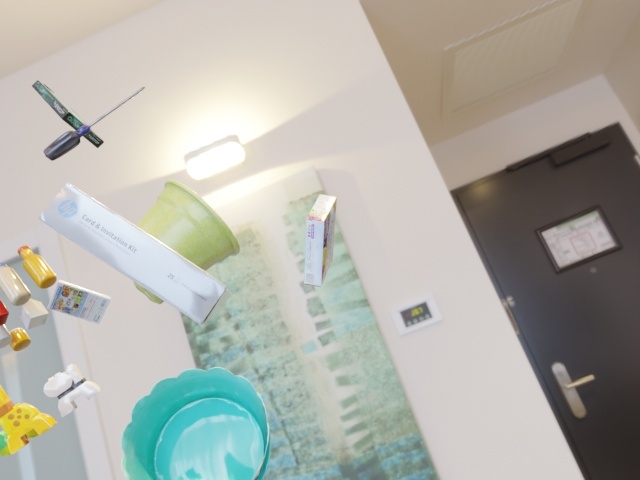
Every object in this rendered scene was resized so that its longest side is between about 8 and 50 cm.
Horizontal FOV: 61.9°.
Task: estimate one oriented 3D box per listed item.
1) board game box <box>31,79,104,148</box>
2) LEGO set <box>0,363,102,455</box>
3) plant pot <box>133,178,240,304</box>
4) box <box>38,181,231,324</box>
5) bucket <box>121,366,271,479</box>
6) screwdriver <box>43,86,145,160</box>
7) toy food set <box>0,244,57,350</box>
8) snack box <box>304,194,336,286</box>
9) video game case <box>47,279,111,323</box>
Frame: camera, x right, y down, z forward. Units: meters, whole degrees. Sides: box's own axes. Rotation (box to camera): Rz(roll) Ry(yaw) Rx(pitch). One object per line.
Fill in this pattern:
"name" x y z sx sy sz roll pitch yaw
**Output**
"board game box" -0.625 -0.313 1.323 0.026 0.186 0.126 -47 -31 -5
"LEGO set" -0.411 0.228 0.675 0.227 0.093 0.087 -35 2 -13
"plant pot" -0.403 0.022 1.423 0.254 0.276 0.276 -46 -7 -22
"box" -0.151 0.021 0.486 0.038 0.145 0.186 -57 2 -11
"bucket" -0.232 0.407 1.059 0.282 0.281 0.183 -17 -29 -11
"screwdriver" -0.319 -0.169 0.764 0.170 0.024 0.025 -40 -20 -18
"toy food set" -0.650 0.128 1.122 0.111 0.104 0.232 -17 -34 -53
"snack box" 0.000 0.000 0.989 0.037 0.100 0.141 9 -58 9
"video game case" -0.570 0.147 1.264 0.122 0.011 0.087 23 -63 -21
